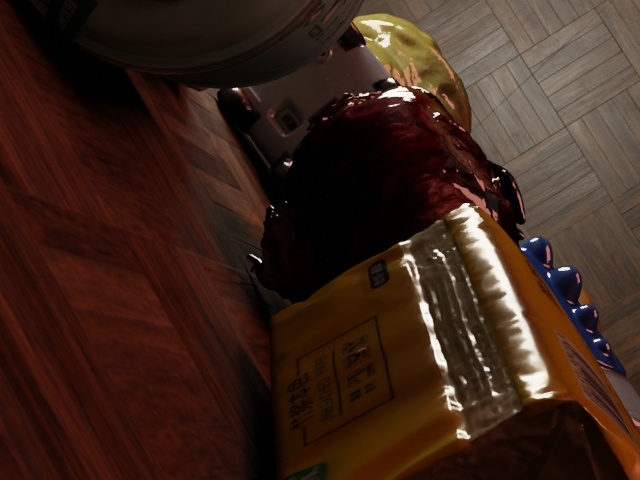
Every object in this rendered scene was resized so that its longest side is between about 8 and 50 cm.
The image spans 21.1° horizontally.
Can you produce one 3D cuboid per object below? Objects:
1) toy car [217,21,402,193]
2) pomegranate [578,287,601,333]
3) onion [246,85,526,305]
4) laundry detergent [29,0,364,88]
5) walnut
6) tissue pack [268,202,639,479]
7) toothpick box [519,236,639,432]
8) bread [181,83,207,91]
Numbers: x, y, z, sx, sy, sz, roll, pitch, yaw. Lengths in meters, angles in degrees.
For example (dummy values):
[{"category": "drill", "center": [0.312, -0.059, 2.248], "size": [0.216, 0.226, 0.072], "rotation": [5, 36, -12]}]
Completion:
[{"category": "toy car", "center": [0.022, -0.127, 2.024], "size": [0.270, 0.180, 0.212], "rotation": [54, 3, 27]}, {"category": "pomegranate", "center": [0.261, 0.171, 2.299], "size": [0.252, 0.229, 0.270], "rotation": [126, -38, -70]}, {"category": "onion", "center": [0.058, 0.014, 1.547], "size": [0.314, 0.232, 0.314], "rotation": [169, -90, -69]}, {"category": "laundry detergent", "center": [-0.101, -0.271, 1.383], "size": [0.287, 0.287, 0.305], "rotation": [58, 7, 2]}, {"category": "walnut", "center": [0.082, -0.193, 2.531], "size": [0.277, 0.282, 0.253], "rotation": [51, -31, -8]}, {"category": "tissue pack", "center": [0.116, 0.181, 1.172], "size": [0.293, 0.228, 0.382], "rotation": [55, 9, -17]}, {"category": "toothpick box", "center": [0.210, 0.154, 1.845], "size": [0.263, 0.263, 0.354], "rotation": [52, 8, -43]}, {"category": "bread", "center": [-0.143, -0.378, 1.721], "size": [0.394, 0.250, 0.361], "rotation": [55, 6, -15]}]
